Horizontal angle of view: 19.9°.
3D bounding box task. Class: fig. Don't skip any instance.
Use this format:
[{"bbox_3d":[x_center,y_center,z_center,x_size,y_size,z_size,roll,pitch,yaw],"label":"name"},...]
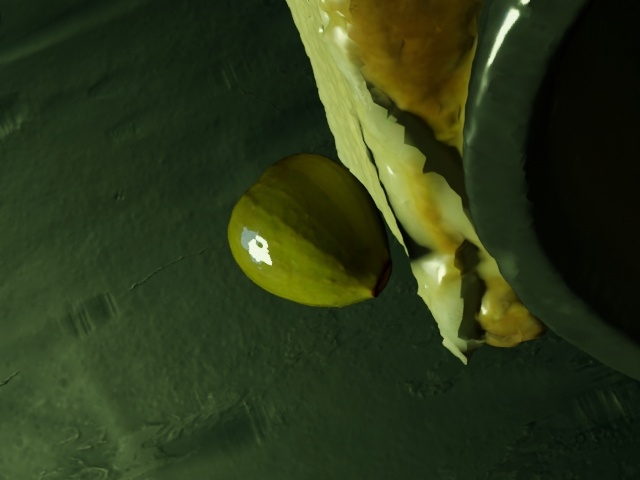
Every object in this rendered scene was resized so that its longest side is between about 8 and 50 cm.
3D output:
[{"bbox_3d":[0.000,0.000,0.907,0.088,0.074,0.074,36,164,25],"label":"fig"}]

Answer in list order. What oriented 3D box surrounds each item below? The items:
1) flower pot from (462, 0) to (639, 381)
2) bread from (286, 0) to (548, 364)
[{"bbox_3d":[0.227,-0.120,0.625,0.379,0.379,0.251,69,-164,-53],"label":"flower pot"},{"bbox_3d":[0.158,-0.185,0.925,0.279,0.371,0.390,-111,1,-50],"label":"bread"}]
